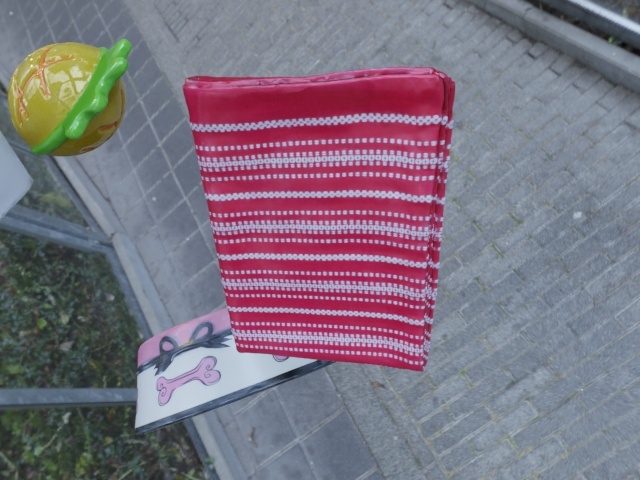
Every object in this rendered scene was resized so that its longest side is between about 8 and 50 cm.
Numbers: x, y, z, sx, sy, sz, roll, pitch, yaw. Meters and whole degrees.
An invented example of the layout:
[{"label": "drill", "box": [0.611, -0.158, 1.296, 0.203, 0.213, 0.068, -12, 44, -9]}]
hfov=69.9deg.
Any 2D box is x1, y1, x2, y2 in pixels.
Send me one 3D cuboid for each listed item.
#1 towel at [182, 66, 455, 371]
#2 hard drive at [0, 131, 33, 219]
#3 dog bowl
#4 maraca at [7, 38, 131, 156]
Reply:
[{"label": "towel", "box": [0.000, 0.000, 0.383, 0.198, 0.275, 0.031, 3, 31, 12]}, {"label": "hard drive", "box": [-0.332, -0.077, 0.286, 0.040, 0.319, 0.210, 17, 56, 8]}, {"label": "dog bowl", "box": [-0.163, 0.226, 0.891, 0.407, 0.408, 0.151, -25, 76, 21]}, {"label": "maraca", "box": [-0.241, -0.140, 0.452, 0.185, 0.099, 0.127, 7, 73, 44]}]
